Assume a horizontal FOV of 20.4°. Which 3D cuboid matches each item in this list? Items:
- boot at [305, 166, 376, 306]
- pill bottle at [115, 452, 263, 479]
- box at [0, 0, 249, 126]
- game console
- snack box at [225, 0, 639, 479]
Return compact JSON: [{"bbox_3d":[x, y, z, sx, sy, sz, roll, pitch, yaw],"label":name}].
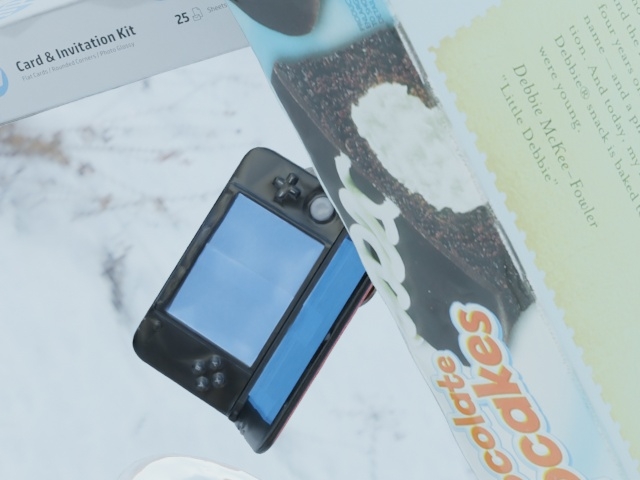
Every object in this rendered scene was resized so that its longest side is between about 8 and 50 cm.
[{"bbox_3d":[0.000,0.000,1.145,0.114,0.106,0.037,25,43,-37],"label":"boot"},{"bbox_3d":[-0.125,0.321,1.234,0.176,0.318,0.176,25,21,-10],"label":"pill bottle"},{"bbox_3d":[-0.025,-0.105,0.639,0.038,0.186,0.145,66,24,-19],"label":"box"},{"bbox_3d":[-0.033,0.028,0.974,0.124,0.144,0.085,32,-1,16],"label":"game console"},{"bbox_3d":[0.086,-0.038,0.511,0.187,0.060,0.322,-37,104,-38],"label":"snack box"}]
